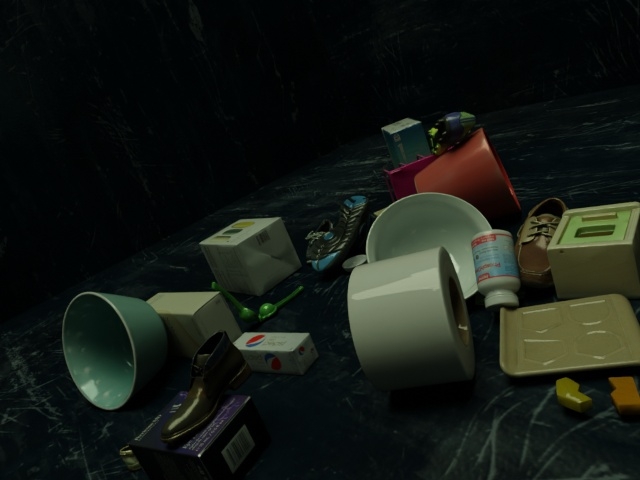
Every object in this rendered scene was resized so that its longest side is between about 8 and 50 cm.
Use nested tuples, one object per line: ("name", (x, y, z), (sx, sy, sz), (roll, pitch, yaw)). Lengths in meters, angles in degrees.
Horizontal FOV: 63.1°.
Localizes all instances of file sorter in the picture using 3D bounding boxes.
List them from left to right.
("file sorter", (0.389, -0.208, 1.842), (0.291, 0.202, 0.182), (-22, 14, 1))

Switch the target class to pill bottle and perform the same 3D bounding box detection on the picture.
("pill bottle", (0.369, 0.064, 1.094), (0.087, 0.087, 0.160), (-13, 62, 25))

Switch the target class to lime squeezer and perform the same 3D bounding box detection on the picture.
("lime squeezer", (-0.179, 0.184, 1.513), (0.310, 0.109, 0.059), (6, -22, -38))

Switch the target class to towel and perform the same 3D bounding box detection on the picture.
("towel", (0.413, 0.099, 1.201), (0.113, 0.023, 0.152), (-16, 20, 25))

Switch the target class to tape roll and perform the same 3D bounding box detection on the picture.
("tape roll", (0.174, 0.146, 0.966), (0.169, 0.246, 0.246), (-14, 19, 22))

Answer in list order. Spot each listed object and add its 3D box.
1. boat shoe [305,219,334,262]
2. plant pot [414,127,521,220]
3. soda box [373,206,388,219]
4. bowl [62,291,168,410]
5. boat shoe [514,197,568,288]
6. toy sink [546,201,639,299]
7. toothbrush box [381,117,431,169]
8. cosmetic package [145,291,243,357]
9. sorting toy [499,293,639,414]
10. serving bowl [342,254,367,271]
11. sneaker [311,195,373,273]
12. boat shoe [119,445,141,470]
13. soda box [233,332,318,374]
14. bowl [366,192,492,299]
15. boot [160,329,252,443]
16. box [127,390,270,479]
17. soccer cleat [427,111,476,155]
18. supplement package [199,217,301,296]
("boat shoe", (0.000, 0.000, 1.876), (0.095, 0.079, 0.254), (-12, 20, 28))
("plant pot", (0.437, -0.163, 1.585), (0.243, 0.275, 0.275), (-25, 15, 22))
("soda box", (0.246, -0.065, 1.815), (0.061, 0.058, 0.181), (-23, 17, -5))
("bowl", (-0.531, 0.274, 1.401), (0.312, 0.311, 0.163), (-10, 2, 34))
("boat shoe", (0.502, -0.004, 1.194), (0.123, 0.116, 0.324), (8, 30, 25))
("toy sink", (0.583, 0.007, 1.080), (0.153, 0.131, 0.234), (-5, 23, 40))
("toothbrush box", (0.353, -0.309, 2.019), (0.126, 0.295, 0.216), (-20, 17, 3))
("cosmetic package", (-0.383, 0.240, 1.488), (0.309, 0.160, 0.113), (-7, 24, 42))
("sorting toy", (0.426, 0.191, 0.885), (0.229, 0.041, 0.307), (-9, 21, 23))
("serving bowl", (0.110, 0.075, 1.610), (0.083, 0.027, 0.083), (-20, 18, 7))
("sneaker", (0.090, 0.002, 1.709), (0.125, 0.139, 0.341), (5, 44, 36))
("boat shoe", (-0.337, 0.417, 1.087), (0.153, 0.048, 0.056), (-26, 18, -15))
("soda box", (-0.115, 0.266, 1.240), (0.216, 0.069, 0.074), (-7, 22, 37))
("bowl", (0.262, 0.044, 1.252), (0.298, 0.134, 0.297), (-5, 61, 9))
("boot", (-0.225, 0.261, 0.957), (0.082, 0.106, 0.219), (-8, 21, 37))
("box", (-0.226, 0.377, 0.978), (0.207, 0.108, 0.153), (-9, 22, 34))
("soccer cleat", (0.406, -0.327, 1.616), (0.121, 0.093, 0.289), (-13, -2, 2))
("supplement package", (-0.247, 0.051, 1.816), (0.199, 0.198, 0.263), (-35, 21, -34))
